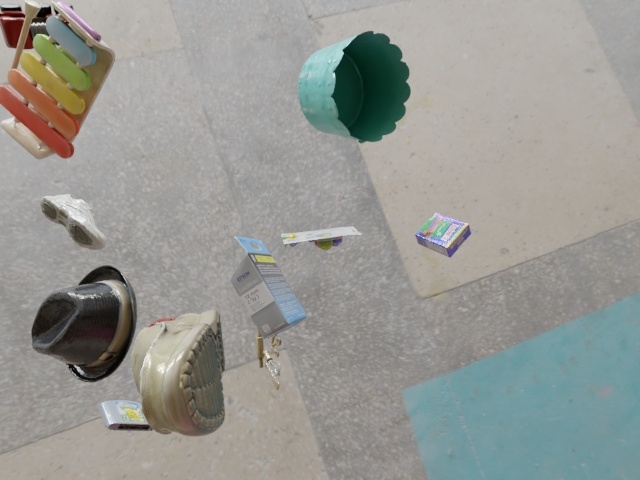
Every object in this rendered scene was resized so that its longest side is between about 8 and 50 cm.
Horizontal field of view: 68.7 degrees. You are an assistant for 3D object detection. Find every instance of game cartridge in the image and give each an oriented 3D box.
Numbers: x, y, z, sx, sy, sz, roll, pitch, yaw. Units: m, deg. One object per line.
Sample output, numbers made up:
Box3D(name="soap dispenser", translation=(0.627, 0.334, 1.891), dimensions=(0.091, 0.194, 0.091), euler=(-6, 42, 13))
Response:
Box3D(name="game cartridge", translation=(-0.298, 0.271, 0.726), dimensions=(0.083, 0.056, 0.017), euler=(28, 92, -48))

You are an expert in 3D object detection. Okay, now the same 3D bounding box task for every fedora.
Box3D(name="fedora", translation=(-0.632, 0.213, 1.212), dimensions=(0.335, 0.153, 0.333), euler=(-7, 78, 32))

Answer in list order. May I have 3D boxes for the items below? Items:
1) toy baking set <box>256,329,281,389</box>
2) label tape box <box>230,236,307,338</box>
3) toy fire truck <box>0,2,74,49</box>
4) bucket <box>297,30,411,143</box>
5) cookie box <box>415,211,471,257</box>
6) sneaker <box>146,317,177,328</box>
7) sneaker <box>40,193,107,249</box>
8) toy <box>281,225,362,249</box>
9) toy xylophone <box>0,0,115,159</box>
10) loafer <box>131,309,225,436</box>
Box3D(name="toy baking set", translation=(-0.205, 0.443, 1.827), dimensions=(0.030, 0.197, 0.255), euler=(0, 87, -29))
Box3D(name="label tape box", translation=(-0.204, 0.162, 1.661), dimensions=(0.115, 0.249, 0.347), euler=(-35, 80, 8))
Box3D(name="toy fire truck", translation=(-0.814, -0.596, 1.391), dimensions=(0.217, 0.158, 0.246), euler=(-14, 40, -26))
Box3D(name="bucket", translation=(0.088, -0.407, 1.268), dimensions=(0.282, 0.183, 0.280), euler=(-11, 109, -34))
Box3D(name="cookie box", translation=(0.315, -0.016, 1.204), dimensions=(0.092, 0.107, 0.040), euler=(-45, 132, -16))
Box3D(name="sneaker", translation=(-0.320, 0.257, 0.940), dimensions=(0.087, 0.221, 0.127), euler=(6, 111, -7))
Box3D(name="sneaker", translation=(-0.714, -0.068, 1.403), dimensions=(0.232, 0.090, 0.115), euler=(41, 37, 4))
Box3D(name="toy", translation=(0.000, 0.000, 1.465), dimensions=(0.238, 0.137, 0.056), euler=(-3, 103, -8))
Box3D(name="toy xylophone", translation=(-0.555, -0.333, 0.954), dimensions=(0.236, 0.081, 0.322), euler=(35, 116, 2))
Box3D(name="loafer", translation=(-0.150, 0.133, 0.486), dimensions=(0.092, 0.268, 0.101), euler=(-10, 89, -9))
